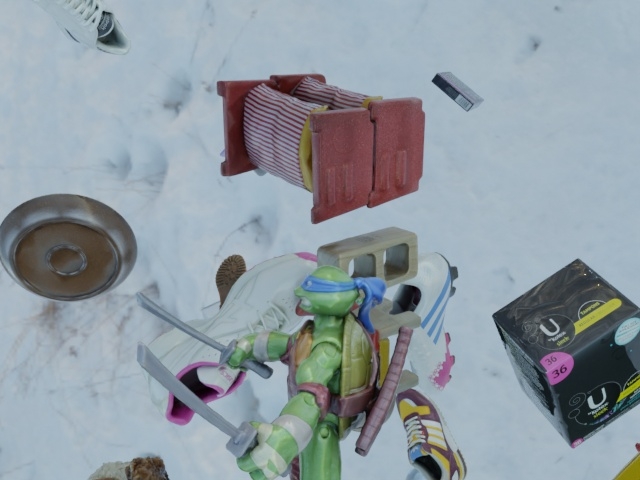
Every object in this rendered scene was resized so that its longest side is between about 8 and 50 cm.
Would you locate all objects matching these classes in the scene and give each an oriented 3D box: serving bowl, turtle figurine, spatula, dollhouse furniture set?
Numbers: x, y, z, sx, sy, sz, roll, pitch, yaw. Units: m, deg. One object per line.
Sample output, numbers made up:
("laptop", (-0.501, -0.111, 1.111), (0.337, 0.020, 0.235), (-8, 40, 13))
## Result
("serving bowl", (0.182, 0.452, 1.346), (0.083, 0.027, 0.083), (-51, 29, 42))
("turtle figurine", (-0.053, 0.162, 0.659), (0.198, 0.274, 0.266), (4, 104, 53))
("spatula", (-0.144, -0.171, 1.514), (0.084, 0.296, 0.030), (-43, 77, -1))
("dollhouse furniture set", (0.000, 0.000, 0.891), (0.201, 0.152, 0.374), (26, 124, 49))

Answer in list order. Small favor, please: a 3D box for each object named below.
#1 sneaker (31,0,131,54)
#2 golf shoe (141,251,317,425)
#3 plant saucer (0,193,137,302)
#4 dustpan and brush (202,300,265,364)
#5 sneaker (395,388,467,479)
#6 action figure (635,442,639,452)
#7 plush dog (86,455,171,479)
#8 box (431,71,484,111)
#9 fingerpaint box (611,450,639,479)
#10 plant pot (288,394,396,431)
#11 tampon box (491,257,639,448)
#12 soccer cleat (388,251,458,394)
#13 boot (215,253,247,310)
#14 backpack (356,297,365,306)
("sneaker", (-0.352, -0.344, 1.055), (0.095, 0.235, 0.090), (34, 88, 21))
("golf shoe", (-0.106, 0.138, 1.016), (0.306, 0.115, 0.140), (-38, 32, 6))
("plant saucer", (-0.578, 0.034, 1.698), (0.310, 0.310, 0.050), (-51, 31, 26))
("dustpan and brush", (-0.195, 0.243, 1.878), (0.211, 0.147, 0.060), (45, 125, 18))
("sneaker", (0.176, 0.336, 1.271), (0.069, 0.084, 0.185), (-50, 61, 32))
("action figure", (0.515, 0.274, 1.084), (0.139, 0.091, 0.280), (14, 132, 55))
("plush dog", (-0.212, 0.326, 0.733), (0.262, 0.210, 0.225), (-30, 36, 37))
("box", (0.337, -0.365, 1.817), (0.116, 0.162, 0.029), (42, 115, 7))
("fingerpaint box", (0.560, 0.457, 0.823), (0.163, 0.445, 0.371), (-42, 30, -5))
("plant pot", (0.038, 0.423, 2.050), (0.263, 0.229, 0.263), (15, 110, 45))
("tampon box", (0.284, 0.127, 0.828), (0.120, 0.161, 0.101), (-33, 41, -3))
("soccer cleat", (0.188, 0.176, 1.493), (0.116, 0.143, 0.331), (37, 136, 53))
("boot", (-0.155, 0.105, 1.389), (0.059, 0.084, 0.158), (-11, 57, 11))
("backpack", (0.081, 0.153, 1.608), (0.114, 0.105, 0.084), (1, 85, 58))
